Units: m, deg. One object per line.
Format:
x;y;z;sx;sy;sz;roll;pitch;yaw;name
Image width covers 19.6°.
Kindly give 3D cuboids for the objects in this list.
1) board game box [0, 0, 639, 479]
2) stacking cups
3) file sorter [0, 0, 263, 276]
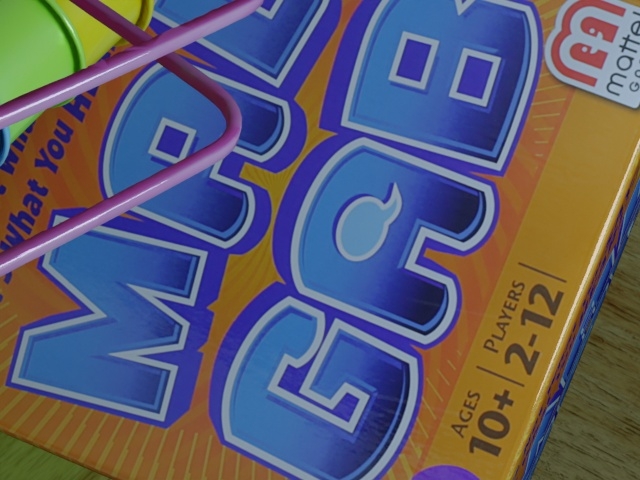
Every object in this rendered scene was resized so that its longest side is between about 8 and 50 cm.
0.000;0.000;1.183;0.356;0.357;0.356;41;71;-79;board game box
-0.205;-0.054;0.900;0.316;0.096;0.096;-50;163;-40;stacking cups
-0.118;-0.157;0.634;0.202;0.182;0.290;-33;147;-42;file sorter
